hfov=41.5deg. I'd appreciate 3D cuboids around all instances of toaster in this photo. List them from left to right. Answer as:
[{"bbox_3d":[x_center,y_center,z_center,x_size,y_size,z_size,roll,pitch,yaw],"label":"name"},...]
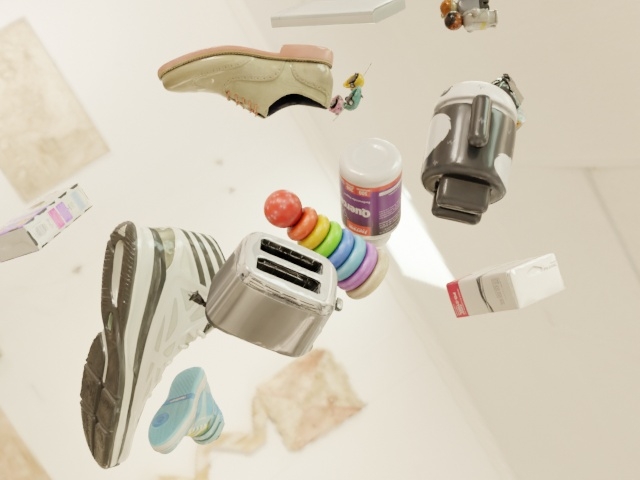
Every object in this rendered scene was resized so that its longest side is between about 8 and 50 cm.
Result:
[{"bbox_3d":[-0.080,0.081,1.339,0.226,0.129,0.146,24,-48,-15],"label":"toaster"}]

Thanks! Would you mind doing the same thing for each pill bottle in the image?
[{"bbox_3d":[0.146,-0.128,2.453,0.181,0.181,0.323,49,-23,36],"label":"pill bottle"}]

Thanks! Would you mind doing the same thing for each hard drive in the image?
[{"bbox_3d":[0.055,-0.705,2.607,0.352,0.233,0.047,6,-63,29],"label":"hard drive"}]

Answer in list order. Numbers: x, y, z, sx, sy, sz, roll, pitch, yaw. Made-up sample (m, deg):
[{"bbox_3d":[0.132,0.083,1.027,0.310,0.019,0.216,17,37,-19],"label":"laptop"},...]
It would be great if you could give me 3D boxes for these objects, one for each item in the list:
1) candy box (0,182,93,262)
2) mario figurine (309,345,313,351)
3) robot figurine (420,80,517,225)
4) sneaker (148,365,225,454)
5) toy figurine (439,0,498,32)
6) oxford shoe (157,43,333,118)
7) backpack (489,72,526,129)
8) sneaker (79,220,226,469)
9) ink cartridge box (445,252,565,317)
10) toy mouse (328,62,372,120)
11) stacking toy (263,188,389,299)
[{"bbox_3d":[-0.660,-0.042,1.984,0.164,0.196,0.070,-14,-64,38],"label":"candy box"},{"bbox_3d":[-0.090,0.147,2.193,0.198,0.170,0.321,34,-41,35],"label":"mario figurine"},{"bbox_3d":[0.286,-0.175,1.642,0.173,0.278,0.209,27,-24,-35],"label":"robot figurine"},{"bbox_3d":[-0.352,0.516,2.326,0.319,0.127,0.208,-68,139,-58],"label":"sneaker"},{"bbox_3d":[0.370,-0.644,2.157,0.213,0.148,0.210,-90,178,-57],"label":"toy figurine"},{"bbox_3d":[-0.165,-0.348,1.881,0.140,0.396,0.147,72,14,-84],"label":"oxford shoe"},{"bbox_3d":[0.418,-0.307,2.114,0.144,0.188,0.166,56,23,-9],"label":"backpack"},{"bbox_3d":[-0.266,0.194,1.508,0.169,0.257,0.448,27,-72,52],"label":"sneaker"},{"bbox_3d":[0.460,0.114,2.112,0.237,0.171,0.100,-19,-90,59],"label":"ink cartridge box"},{"bbox_3d":[0.062,-0.331,2.008,0.031,0.143,0.161,34,-32,-25],"label":"toy mouse"},{"bbox_3d":[0.000,0.000,1.975,0.330,0.141,0.141,36,-3,-22],"label":"stacking toy"}]
